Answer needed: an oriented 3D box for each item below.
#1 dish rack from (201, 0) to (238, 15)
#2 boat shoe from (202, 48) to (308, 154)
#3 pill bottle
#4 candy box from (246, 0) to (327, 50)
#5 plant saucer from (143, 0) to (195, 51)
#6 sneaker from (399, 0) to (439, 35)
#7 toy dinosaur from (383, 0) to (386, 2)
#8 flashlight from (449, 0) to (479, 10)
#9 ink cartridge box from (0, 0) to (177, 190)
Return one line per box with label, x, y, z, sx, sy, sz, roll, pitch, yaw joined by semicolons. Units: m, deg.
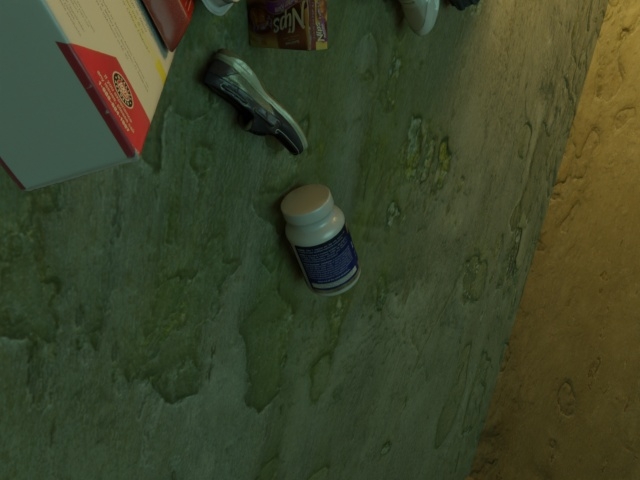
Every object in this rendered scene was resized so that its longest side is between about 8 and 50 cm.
dish rack;-0.170;-0.579;0.862;0.333;0.072;0.286;66;31;-41
boat shoe;-0.135;-0.268;1.105;0.092;0.102;0.285;-52;133;-8
pill bottle;0.000;0.000;1.315;0.153;0.153;0.265;-42;133;-25
candy box;-0.067;-0.433;1.031;0.053;0.186;0.109;-22;122;-37
plant saucer;-0.255;-0.456;0.798;0.047;0.259;0.259;-18;130;7
sneaker;0.194;-0.645;1.282;0.152;0.114;0.305;-34;121;-22
toy dinosaur;0.133;-0.633;1.117;0.127;0.200;0.296;-60;144;-33
flashlight;0.336;-0.750;1.376;0.304;0.103;0.103;40;50;-46
ink cartridge box;-0.333;-0.294;0.677;0.160;0.385;0.279;-16;129;8
